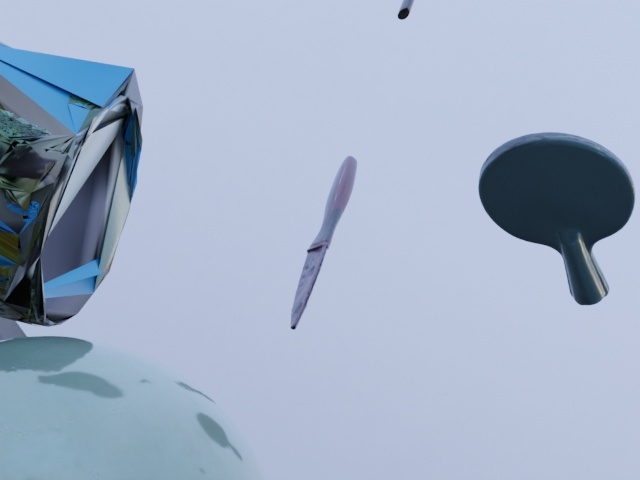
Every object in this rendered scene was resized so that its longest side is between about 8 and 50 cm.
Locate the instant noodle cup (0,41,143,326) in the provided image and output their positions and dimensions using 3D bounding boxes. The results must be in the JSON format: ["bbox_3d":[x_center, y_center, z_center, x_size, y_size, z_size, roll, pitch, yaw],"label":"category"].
[{"bbox_3d":[-0.247,-0.047,1.300,0.178,0.240,0.240,19,-23,12],"label":"instant noodle cup"}]

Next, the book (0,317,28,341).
[{"bbox_3d":[-0.425,0.162,1.696,0.217,0.310,0.021,47,-25,36],"label":"book"}]

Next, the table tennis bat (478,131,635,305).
[{"bbox_3d":[0.239,-0.020,1.696,0.149,0.038,0.237,-7,-43,20],"label":"table tennis bat"}]

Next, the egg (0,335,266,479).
[{"bbox_3d":[-0.178,0.204,1.193,0.276,0.276,0.389,4,-8,26],"label":"egg"}]

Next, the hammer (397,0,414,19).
[{"bbox_3d":[0.101,-0.272,1.695,0.017,0.182,0.062,25,-47,-6],"label":"hammer"}]

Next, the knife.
[{"bbox_3d":[0.000,0.000,1.672,0.018,0.247,0.035,38,-47,-16],"label":"knife"}]
